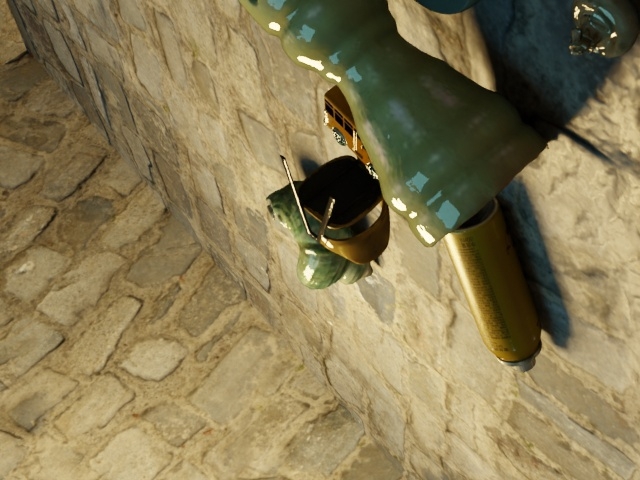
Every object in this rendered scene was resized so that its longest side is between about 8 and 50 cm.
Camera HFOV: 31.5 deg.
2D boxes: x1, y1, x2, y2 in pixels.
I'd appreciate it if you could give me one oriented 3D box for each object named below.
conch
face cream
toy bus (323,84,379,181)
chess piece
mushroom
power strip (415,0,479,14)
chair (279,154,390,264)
[{"bbox_3d":[0.000,0.000,2.394,0.277,0.195,0.220,33,-179,-13],"label":"conch"},{"bbox_3d":[0.290,0.084,1.865,0.105,0.105,0.349,31,152,51],"label":"face cream"},{"bbox_3d":[0.101,-0.178,1.860,0.201,0.098,0.114,47,163,23],"label":"toy bus"},{"bbox_3d":[0.085,-0.221,1.545,0.442,0.234,0.234,49,163,1],"label":"chess piece"},{"bbox_3d":[0.300,-0.232,1.234,0.085,0.079,0.085,50,166,18],"label":"mushroom"},{"bbox_3d":[0.124,-0.382,1.454,0.253,0.054,0.167,44,160,26],"label":"power strip"},{"bbox_3d":[0.046,-0.083,2.094,0.172,0.158,0.247,43,160,24],"label":"chair"}]
